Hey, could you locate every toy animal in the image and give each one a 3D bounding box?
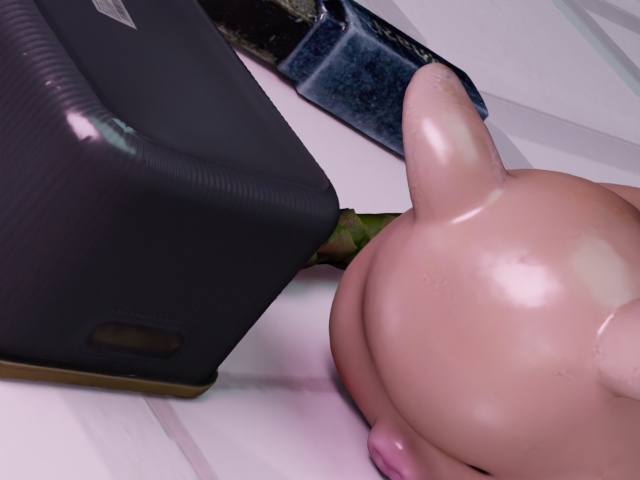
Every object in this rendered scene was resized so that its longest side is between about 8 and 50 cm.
[{"bbox_3d":[0.101,0.043,0.713,0.165,0.149,0.248,33,5,20],"label":"toy animal"}]

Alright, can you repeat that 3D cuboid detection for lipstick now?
[{"bbox_3d":[-0.045,-0.131,0.910,0.312,0.051,0.051,29,25,-29],"label":"lipstick"}]

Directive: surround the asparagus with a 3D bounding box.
[{"bbox_3d":[0.000,-0.001,0.753,0.036,0.030,0.165,9,3,30],"label":"asparagus"}]

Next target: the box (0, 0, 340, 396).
[{"bbox_3d":[-0.094,-0.051,0.610,0.144,0.090,0.201,16,33,-51],"label":"box"}]
